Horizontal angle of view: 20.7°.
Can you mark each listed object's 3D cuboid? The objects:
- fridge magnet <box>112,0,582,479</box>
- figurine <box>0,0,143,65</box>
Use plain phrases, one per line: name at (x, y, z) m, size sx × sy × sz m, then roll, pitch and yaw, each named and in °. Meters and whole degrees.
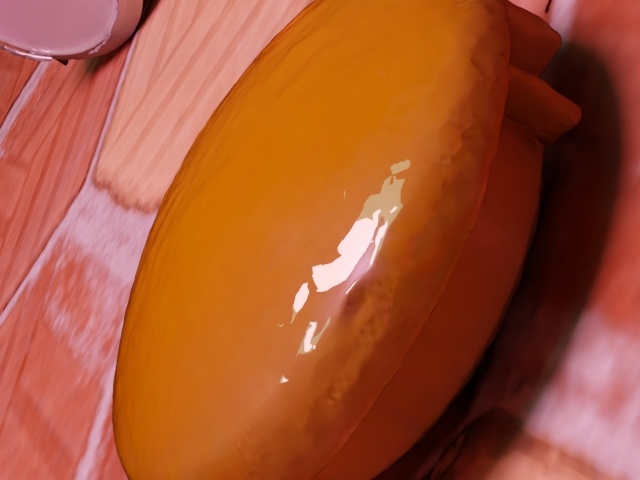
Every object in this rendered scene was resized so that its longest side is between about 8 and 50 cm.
fridge magnet at (0.000, 0.000, 0.394) m, size 0.143 × 0.063 × 0.143 m, roll -49°, pitch 26°, yaw 34°
figurine at (-0.117, -0.179, 0.857) m, size 0.132 × 0.132 × 0.153 m, roll -38°, pitch 20°, yaw 51°
